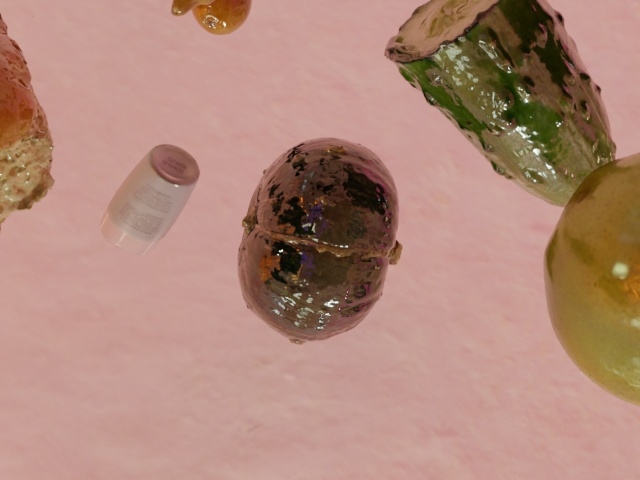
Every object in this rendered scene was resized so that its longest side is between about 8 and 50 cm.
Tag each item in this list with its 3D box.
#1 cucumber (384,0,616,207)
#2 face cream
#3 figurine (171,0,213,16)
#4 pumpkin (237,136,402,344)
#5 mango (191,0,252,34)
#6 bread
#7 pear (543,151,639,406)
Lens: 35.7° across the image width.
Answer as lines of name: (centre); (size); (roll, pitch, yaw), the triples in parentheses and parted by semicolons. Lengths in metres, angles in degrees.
cucumber: (0.173, -0.107, 0.813); (0.134, 0.134, 0.244); (-45, 110, -2)
face cream: (-0.217, -0.049, 1.266); (0.084, 0.198, 0.057); (31, 54, -13)
figurine: (-0.191, -0.367, 1.235); (0.176, 0.121, 0.122); (41, 83, -7)
pumpkin: (0.000, -0.002, 0.912); (0.146, 0.190, 0.190); (30, 93, -13)
mango: (-0.158, -0.400, 1.550); (0.102, 0.085, 0.184); (14, 56, -26)
bread: (-0.277, -0.090, 0.678); (0.174, 0.245, 0.121); (-34, 136, 1)
pear: (0.252, 0.037, 0.637); (0.166, 0.216, 0.180); (-29, 147, -45)
